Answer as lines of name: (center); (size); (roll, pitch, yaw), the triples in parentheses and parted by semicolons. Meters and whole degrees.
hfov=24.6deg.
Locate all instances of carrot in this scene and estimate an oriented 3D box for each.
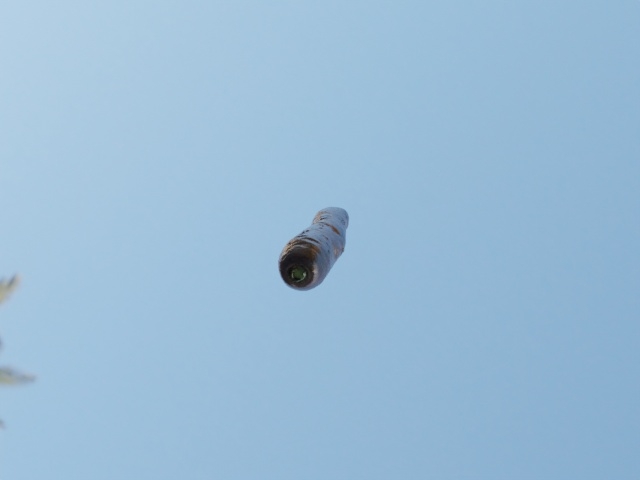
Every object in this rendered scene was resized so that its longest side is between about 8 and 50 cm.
carrot: (0.001, 0.001, 1.032); (0.035, 0.036, 0.165); (-38, -177, 19)
